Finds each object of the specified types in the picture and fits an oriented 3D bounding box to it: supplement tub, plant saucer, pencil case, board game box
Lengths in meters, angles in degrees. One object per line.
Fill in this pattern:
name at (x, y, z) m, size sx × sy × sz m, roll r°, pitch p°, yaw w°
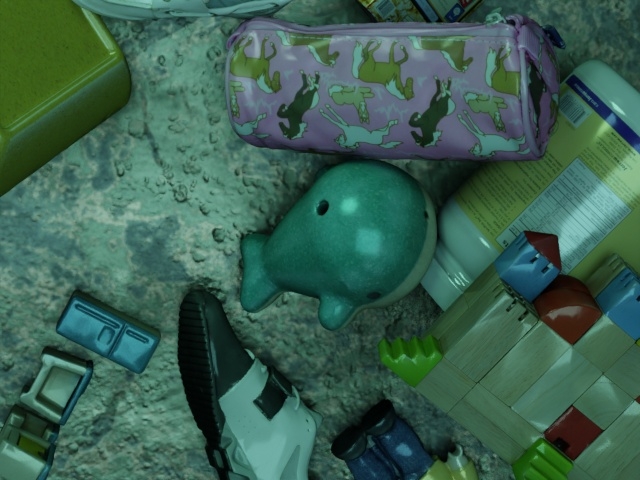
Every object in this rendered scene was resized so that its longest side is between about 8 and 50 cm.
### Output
supplement tub at (0.291, -0.023, 1.806) m, size 0.241 × 0.241 × 0.331 m, roll 42°, pitch 101°, yaw -11°
plant saucer at (-0.364, -0.241, 1.672) m, size 0.081 × 0.333 × 0.332 m, roll -23°, pitch 105°, yaw 39°
pencil case at (0.077, -0.176, 1.730) m, size 0.386 × 0.160 × 0.167 m, roll 3°, pitch 85°, yaw 26°
board game box at (0.142, -0.315, 1.804) m, size 0.193 × 0.045 × 0.147 m, roll -43°, pitch 144°, yaw 2°

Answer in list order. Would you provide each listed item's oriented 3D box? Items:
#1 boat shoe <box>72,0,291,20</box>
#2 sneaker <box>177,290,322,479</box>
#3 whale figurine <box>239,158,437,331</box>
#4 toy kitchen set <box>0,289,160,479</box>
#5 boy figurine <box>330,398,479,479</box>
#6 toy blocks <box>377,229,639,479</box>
boat shoe at (-0.153, -0.304, 1.748) m, size 0.277 × 0.096 × 0.098 m, roll -3°, pitch 94°, yaw -27°
sneaker at (-0.079, 0.206, 1.891) m, size 0.146 × 0.122 × 0.330 m, roll -20°, pitch 101°, yaw -21°
whale figurine at (0.000, 0.000, 1.791) m, size 0.272 × 0.141 × 0.216 m, roll -16°, pitch 61°, yaw 31°
toy kitchen set at (-0.292, 0.190, 1.827) m, size 0.122 × 0.166 × 0.207 m, roll 27°, pitch 96°, yaw -10°
boy figurine at (0.132, 0.345, 1.940) m, size 0.177 × 0.092 × 0.285 m, roll -38°, pitch 98°, yaw -1°
toy blocks at (0.288, 0.135, 1.657) m, size 0.381 × 0.190 × 0.261 m, roll 39°, pitch 103°, yaw -14°
